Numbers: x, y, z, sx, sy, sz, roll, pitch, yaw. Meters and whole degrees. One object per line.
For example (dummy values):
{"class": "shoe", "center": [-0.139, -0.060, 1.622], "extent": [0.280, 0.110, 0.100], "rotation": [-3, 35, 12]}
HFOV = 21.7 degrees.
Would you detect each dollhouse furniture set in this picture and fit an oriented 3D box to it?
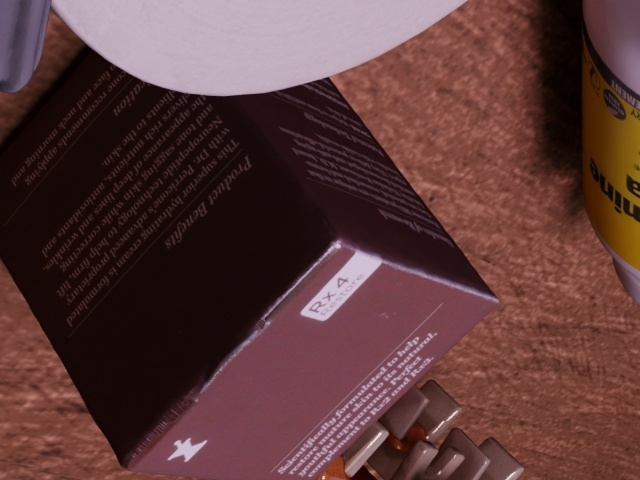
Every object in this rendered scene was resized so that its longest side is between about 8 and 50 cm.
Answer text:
{"class": "dollhouse furniture set", "center": [0.046, 0.200, 1.227], "extent": [0.135, 0.259, 0.262], "rotation": [-54, 145, 11]}

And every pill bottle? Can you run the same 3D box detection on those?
{"class": "pill bottle", "center": [0.272, -0.077, 1.137], "extent": [0.188, 0.188, 0.334], "rotation": [-30, 149, -9]}

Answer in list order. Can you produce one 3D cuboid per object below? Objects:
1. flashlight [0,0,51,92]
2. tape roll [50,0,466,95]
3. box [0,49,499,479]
{"class": "flashlight", "center": [-0.103, -0.177, 0.430], "extent": [0.103, 0.103, 0.304], "rotation": [-1, 131, -24]}
{"class": "tape roll", "center": [0.023, -0.232, 0.639], "extent": [0.392, 0.072, 0.392], "rotation": [-34, 149, -23]}
{"class": "box", "center": [-0.050, 0.003, 0.913], "extent": [0.168, 0.203, 0.167], "rotation": [-45, 149, 17]}
